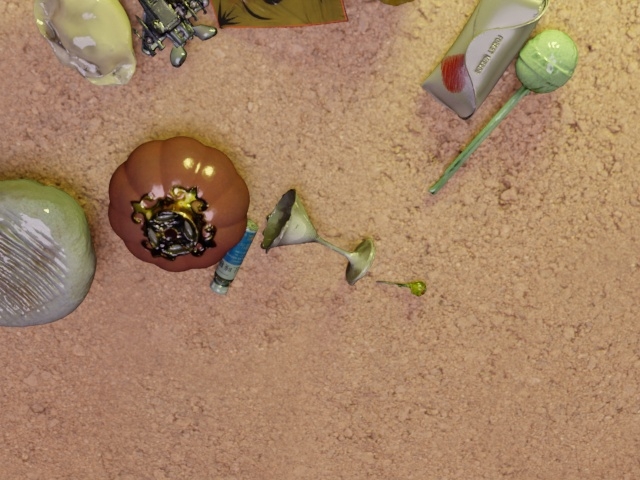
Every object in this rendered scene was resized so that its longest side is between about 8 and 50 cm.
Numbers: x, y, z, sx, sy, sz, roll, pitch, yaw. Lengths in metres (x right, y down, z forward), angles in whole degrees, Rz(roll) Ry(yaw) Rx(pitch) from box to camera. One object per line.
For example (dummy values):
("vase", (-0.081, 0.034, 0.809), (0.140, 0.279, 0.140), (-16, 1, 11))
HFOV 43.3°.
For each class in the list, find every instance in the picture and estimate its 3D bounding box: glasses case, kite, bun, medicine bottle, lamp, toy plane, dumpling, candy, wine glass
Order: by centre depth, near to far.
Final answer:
("kite", (-0.114, -0.514, 1.538), (0.378, 0.013, 0.327), (35, 132, -16))
("toy plane", (-0.323, -0.469, 1.583), (0.169, 0.078, 0.246), (-40, 110, 0))
("dumpling", (-0.457, -0.413, 1.583), (0.163, 0.132, 0.250), (-22, 116, 7))
("glasses case", (0.331, -0.391, 1.625), (0.128, 0.083, 0.308), (26, 114, -14))
("candy", (0.374, -0.253, 1.703), (0.119, 0.119, 0.440), (29, 121, -15))
("lamp", (-0.301, -0.066, 1.705), (0.306, 0.239, 0.305), (-1, 117, -1))
("bun", (-0.665, 0.021, 1.766), (0.362, 0.211, 0.361), (-2, 119, -3))
("wine glass", (0.000, 0.000, 1.804), (0.232, 0.156, 0.156), (27, 114, -19))
("medicine bottle", (-0.201, 0.038, 1.868), (0.051, 0.051, 0.191), (21, 115, -11))
("candy", (0.192, 0.108, 1.922), (0.123, 0.035, 0.035), (10, 114, 3))

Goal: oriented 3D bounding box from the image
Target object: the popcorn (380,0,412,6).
("popcorn", (0.130, -0.547, 1.494), (0.189, 0.169, 0.217), (0, 112, -2))
